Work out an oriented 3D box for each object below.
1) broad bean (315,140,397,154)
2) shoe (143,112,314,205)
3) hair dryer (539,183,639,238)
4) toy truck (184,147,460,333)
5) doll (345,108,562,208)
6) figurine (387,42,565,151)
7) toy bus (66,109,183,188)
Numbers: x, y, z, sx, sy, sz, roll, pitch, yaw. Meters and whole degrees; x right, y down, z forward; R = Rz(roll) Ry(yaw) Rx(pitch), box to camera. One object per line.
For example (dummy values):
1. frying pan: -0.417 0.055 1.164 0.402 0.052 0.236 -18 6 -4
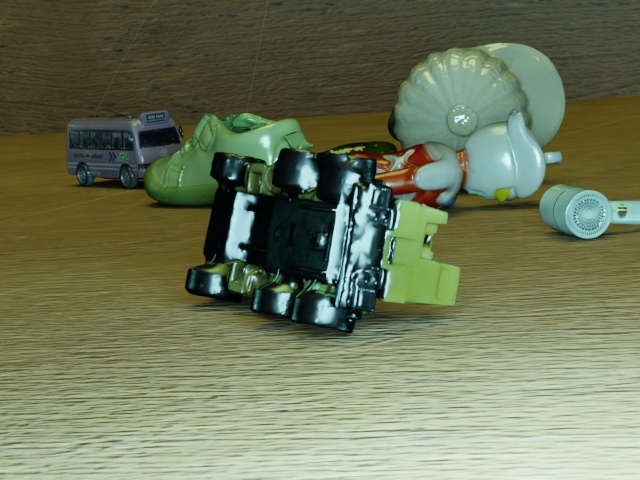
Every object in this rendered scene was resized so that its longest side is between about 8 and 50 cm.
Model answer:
1. broad bean: 0.019 -0.104 2.246 0.195 0.046 0.061 -17 26 -40
2. shoe: -0.105 -0.099 2.077 0.262 0.128 0.140 7 0 44
3. hair dryer: 0.288 -0.028 1.576 0.137 0.047 0.082 0 6 -10
4. toy truck: -0.005 -0.001 1.257 0.127 0.127 0.257 9 -1 -32
5. doll: 0.080 -0.071 1.837 0.384 0.099 0.188 -10 8 4
6. figurine: 0.164 -0.145 2.125 0.204 0.185 0.332 -43 5 -23
7. toy bus: -0.290 -0.138 2.423 0.096 0.108 0.199 -11 10 -41
